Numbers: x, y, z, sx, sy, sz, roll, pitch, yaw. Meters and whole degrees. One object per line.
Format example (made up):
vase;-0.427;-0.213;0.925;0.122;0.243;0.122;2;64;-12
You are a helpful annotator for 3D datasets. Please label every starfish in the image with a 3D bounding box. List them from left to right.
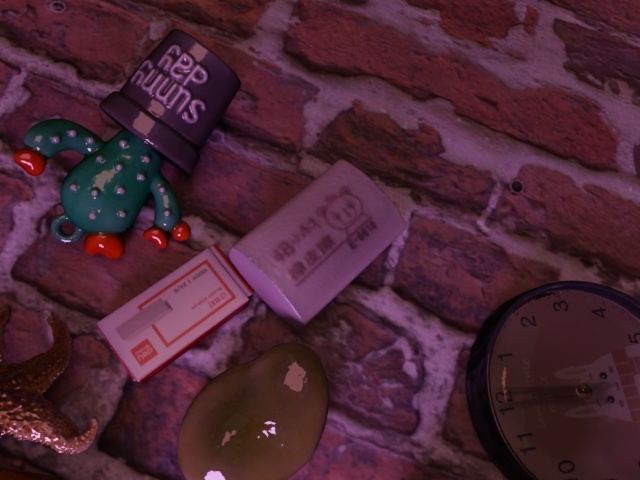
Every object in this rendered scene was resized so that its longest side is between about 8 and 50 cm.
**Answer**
starfish;-0.473;0.217;0.776;0.299;0.060;0.302;40;44;23

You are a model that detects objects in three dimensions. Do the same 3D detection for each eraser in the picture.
eraser;0.000;0.000;0.946;0.174;0.095;0.270;47;65;5

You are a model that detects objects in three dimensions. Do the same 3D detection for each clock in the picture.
clock;0.440;0.252;0.924;0.386;0.076;0.386;2;69;-6

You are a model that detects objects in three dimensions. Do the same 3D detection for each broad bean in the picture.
broad bean;-0.093;0.275;0.848;0.263;0.121;0.189;-40;83;-3

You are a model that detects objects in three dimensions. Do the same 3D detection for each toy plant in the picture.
toy plant;-0.315;-0.160;0.938;0.185;0.279;0.400;33;87;45

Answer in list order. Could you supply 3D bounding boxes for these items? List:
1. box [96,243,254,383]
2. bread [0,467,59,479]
box;-0.234;0.117;0.913;0.229;0.050;0.123;-36;78;-18
bread;-0.422;0.436;0.716;0.270;0.148;0.269;1;66;-3
